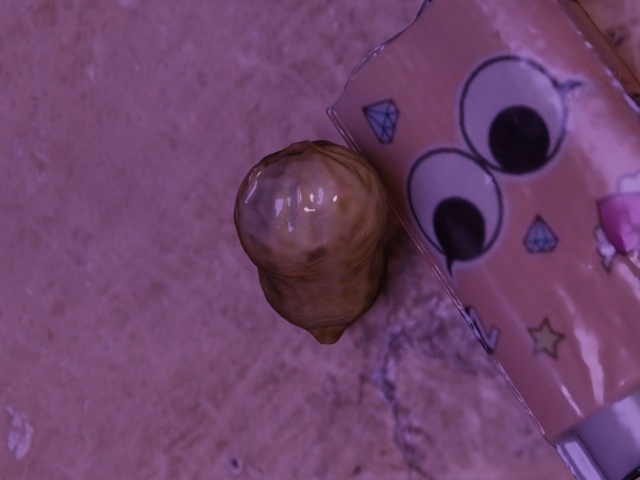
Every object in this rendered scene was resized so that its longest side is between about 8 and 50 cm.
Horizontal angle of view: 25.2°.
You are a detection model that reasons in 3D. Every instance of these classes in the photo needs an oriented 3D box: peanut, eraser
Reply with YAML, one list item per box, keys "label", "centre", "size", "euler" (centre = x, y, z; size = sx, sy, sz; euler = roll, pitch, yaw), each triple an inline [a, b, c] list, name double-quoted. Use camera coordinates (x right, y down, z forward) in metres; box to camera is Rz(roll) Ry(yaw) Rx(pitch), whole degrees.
- label: "peanut"
  centre: [0.000, 0.000, 0.870]
  size: [0.100, 0.214, 0.099]
  euler: [-3, 63, 7]
- label: "eraser"
  centre: [0.144, -0.016, 0.826]
  size: [0.171, 0.087, 0.290]
  euler: [-43, 72, 34]
